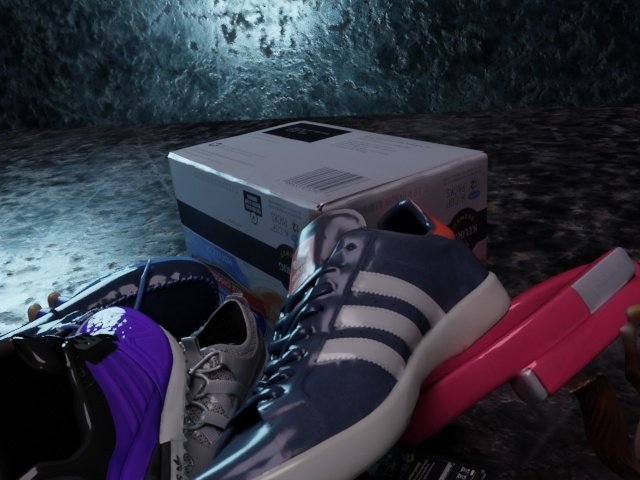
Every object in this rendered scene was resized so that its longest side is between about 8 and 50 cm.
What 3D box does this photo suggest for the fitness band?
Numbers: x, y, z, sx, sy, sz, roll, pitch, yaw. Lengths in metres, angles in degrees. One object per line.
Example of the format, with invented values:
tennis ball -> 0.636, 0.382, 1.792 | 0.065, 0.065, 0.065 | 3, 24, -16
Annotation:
fitness band -> 0.170, 0.095, 0.541 | 0.290, 0.054, 0.209 | -28, -11, -27

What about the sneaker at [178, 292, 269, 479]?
sneaker -> -0.126, 0.148, 0.562 | 0.105, 0.115, 0.281 | -1, 22, 11

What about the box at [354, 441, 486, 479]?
box -> 0.012, 0.217, 0.405 | 0.147, 0.078, 0.180 | 8, 25, 31

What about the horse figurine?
horse figurine -> 0.303, 0.135, 0.419 | 0.263, 0.175, 0.066 | -1, 8, 11

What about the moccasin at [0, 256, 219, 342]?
moccasin -> -0.253, 0.137, 0.644 | 0.341, 0.138, 0.117 | -30, 34, -19

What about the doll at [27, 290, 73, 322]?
doll -> -0.297, 0.099, 0.822 | 0.188, 0.046, 0.129 | 3, 24, 22

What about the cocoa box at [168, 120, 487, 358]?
cocoa box -> 0.000, 0.000, 0.747 | 0.231, 0.228, 0.347 | -20, 26, -31

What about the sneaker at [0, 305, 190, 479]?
sneaker -> -0.174, 0.107, 0.437 | 0.102, 0.146, 0.293 | -36, 30, 0

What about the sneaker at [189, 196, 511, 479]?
sneaker -> 0.004, 0.065, 0.432 | 0.131, 0.148, 0.350 | -40, -8, 39
